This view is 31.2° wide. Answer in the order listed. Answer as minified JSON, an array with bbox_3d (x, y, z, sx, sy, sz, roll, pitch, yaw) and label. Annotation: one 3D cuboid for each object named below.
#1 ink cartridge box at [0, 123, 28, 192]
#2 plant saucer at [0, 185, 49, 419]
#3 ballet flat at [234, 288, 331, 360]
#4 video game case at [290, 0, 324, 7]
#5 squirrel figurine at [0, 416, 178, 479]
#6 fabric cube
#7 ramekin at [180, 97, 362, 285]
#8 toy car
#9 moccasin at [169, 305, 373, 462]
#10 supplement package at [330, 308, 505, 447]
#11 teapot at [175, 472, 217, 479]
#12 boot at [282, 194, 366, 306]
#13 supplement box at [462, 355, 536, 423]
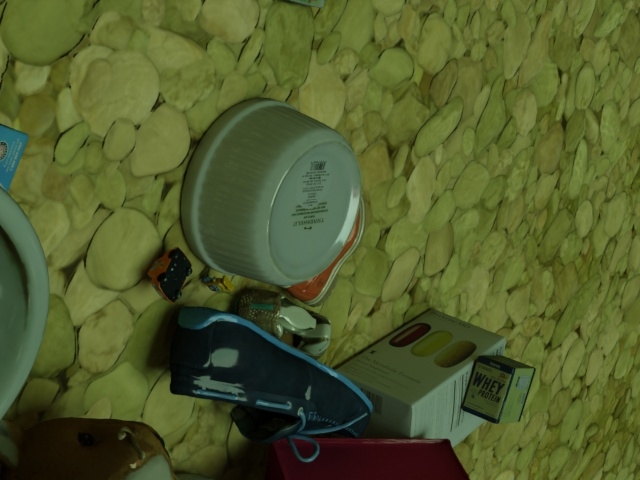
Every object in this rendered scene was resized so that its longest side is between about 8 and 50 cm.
[{"bbox_3d":[-0.335,-0.067,0.916,0.181,0.061,0.104,20,92,-56],"label":"ink cartridge box"},{"bbox_3d":[-0.396,0.078,0.828,0.400,0.100,0.400,-29,143,-25],"label":"plant saucer"},{"bbox_3d":[-0.027,0.110,1.413,0.206,0.067,0.073,27,65,-57],"label":"ballet flat"},{"bbox_3d":[-0.038,-0.364,1.197,0.193,0.023,0.212,0,107,-53],"label":"video game case"},{"bbox_3d":[-0.265,0.338,1.027,0.397,0.370,0.281,-33,132,8],"label":"squirrel figurine"},{"bbox_3d":[0.059,0.419,1.429,0.254,0.259,0.258,3,112,-14],"label":"fabric cube"},{"bbox_3d":[-0.045,-0.047,1.277,0.207,0.109,0.207,-28,129,-43],"label":"ramekin"},{"bbox_3d":[-0.147,0.052,1.250,0.122,0.040,0.060,38,55,-52],"label":"toy car"},{"bbox_3d":[-0.069,0.185,1.364,0.342,0.137,0.117,33,67,-42],"label":"moccasin"},{"bbox_3d":[0.142,0.216,1.641,0.244,0.139,0.134,-27,128,-46],"label":"supplement package"},{"bbox_3d":[-0.136,0.410,1.327,0.256,0.187,0.253,31,82,-56],"label":"teapot"},{"bbox_3d":[0.000,0.000,1.411,0.084,0.059,0.158,29,84,-50],"label":"boot"},{"bbox_3d":[0.253,0.210,1.616,0.083,0.056,0.083,10,97,-57],"label":"supplement box"}]
